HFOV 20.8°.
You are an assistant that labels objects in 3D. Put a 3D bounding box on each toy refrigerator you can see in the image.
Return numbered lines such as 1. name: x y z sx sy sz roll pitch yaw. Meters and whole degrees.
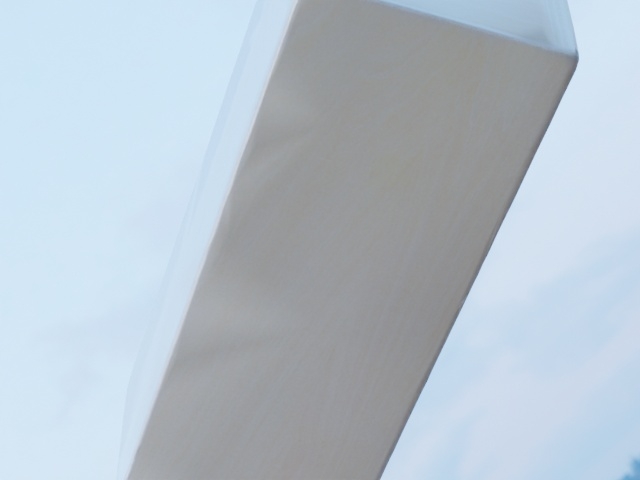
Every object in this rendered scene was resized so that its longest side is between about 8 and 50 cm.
1. toy refrigerator: 0.000 0.000 0.689 0.094 0.102 0.270 -91 18 -53
